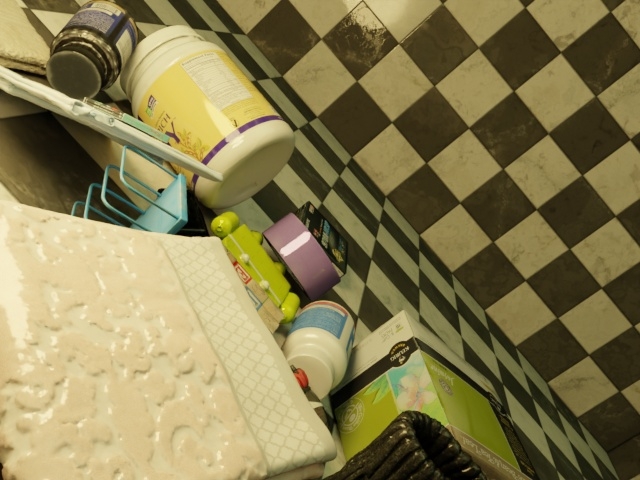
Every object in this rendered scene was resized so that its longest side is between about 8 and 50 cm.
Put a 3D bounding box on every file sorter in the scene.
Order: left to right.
[{"bbox_3d":[-0.280,-0.029,0.896,0.104,0.170,0.118,35,22,-31],"label":"file sorter"}]

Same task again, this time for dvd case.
[{"bbox_3d":[-0.292,-0.181,0.966,0.119,0.013,0.087,27,1,39],"label":"dvd case"}]

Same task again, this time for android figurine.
[{"bbox_3d":[-0.131,0.056,1.252,0.248,0.056,0.273,55,11,-4],"label":"android figurine"}]

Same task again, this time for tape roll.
[{"bbox_3d":[-0.042,0.037,1.402,0.189,0.080,0.189,52,-7,9],"label":"tape roll"}]

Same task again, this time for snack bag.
[{"bbox_3d":[-0.351,-0.182,1.007,0.342,0.037,0.323,25,0,32],"label":"snack bag"}]

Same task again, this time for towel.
[{"bbox_3d":[-0.575,-0.367,1.066,0.187,0.049,0.282,54,16,8],"label":"towel"},{"bbox_3d":[-0.165,0.102,0.625,0.317,0.053,0.332,9,39,-47],"label":"towel"}]

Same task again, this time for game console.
[{"bbox_3d":[-0.258,-0.035,1.234,0.107,0.071,0.122,1,43,-28],"label":"game console"}]

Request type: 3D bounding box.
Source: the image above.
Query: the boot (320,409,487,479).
[{"bbox_3d":[0.138,0.402,0.885,0.348,0.260,0.131,41,19,-26],"label":"boot"}]

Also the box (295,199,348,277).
[{"bbox_3d":[0.000,0.000,1.751,0.175,0.051,0.220,46,18,-13],"label":"box"}]

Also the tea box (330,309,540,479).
[{"bbox_3d":[0.215,0.373,1.220,0.329,0.220,0.323,40,19,-31],"label":"tea box"}]

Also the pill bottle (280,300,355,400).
[{"bbox_3d":[-0.008,0.202,1.176,0.124,0.124,0.221,49,17,-4],"label":"pill bottle"}]

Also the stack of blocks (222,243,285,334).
[{"bbox_3d":[-0.174,0.123,0.978,0.171,0.087,0.297,50,17,-2],"label":"stack of blocks"}]

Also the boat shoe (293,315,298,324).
[{"bbox_3d":[-0.015,0.195,1.331,0.100,0.035,0.035,47,19,11],"label":"boat shoe"}]

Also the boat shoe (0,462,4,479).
[{"bbox_3d":[-0.233,0.199,0.619,0.116,0.123,0.324,58,20,18],"label":"boat shoe"}]

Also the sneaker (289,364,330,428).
[{"bbox_3d":[-0.057,0.277,0.934,0.135,0.097,0.276,50,15,8],"label":"sneaker"}]

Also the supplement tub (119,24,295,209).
[{"bbox_3d":[-0.238,-0.257,1.340,0.331,0.241,0.241,50,16,13],"label":"supplement tub"}]

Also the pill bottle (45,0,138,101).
[{"bbox_3d":[-0.416,-0.345,1.171,0.123,0.123,0.219,42,29,-27],"label":"pill bottle"}]
